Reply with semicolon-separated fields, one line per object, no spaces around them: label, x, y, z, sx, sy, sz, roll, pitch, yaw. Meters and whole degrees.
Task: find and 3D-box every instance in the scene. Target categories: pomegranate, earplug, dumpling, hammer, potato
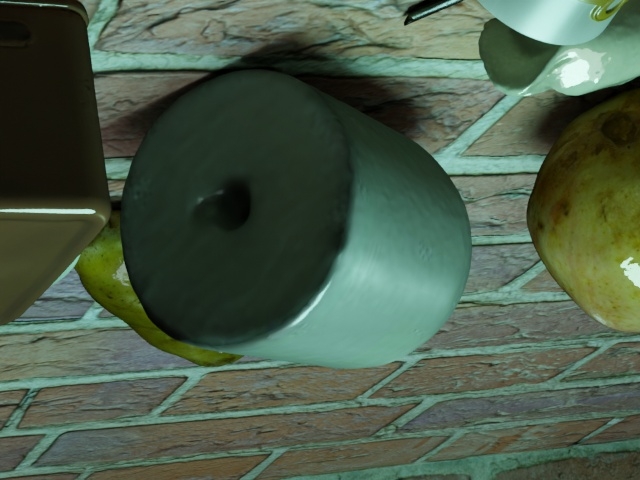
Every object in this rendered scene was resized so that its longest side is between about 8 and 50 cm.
pomegranate;0.434;-0.028;2.224;0.338;0.338;0.338;-11;160;-4
earplug;0.000;0.000;2.059;0.313;0.312;0.394;-23;158;26
dumpling;0.286;-0.225;1.903;0.250;0.162;0.132;-19;125;-13
hammer;0.163;-0.268;1.874;0.178;0.021;0.065;-19;159;24
potato;-0.194;0.052;2.336;0.195;0.176;0.369;21;171;35

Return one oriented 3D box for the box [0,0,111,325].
box;-0.373;-0.067;1.776;0.239;0.229;0.339;-1;157;-32

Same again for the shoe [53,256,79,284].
shoe;-0.471;0.006;2.074;0.363;0.131;0.160;-12;155;9

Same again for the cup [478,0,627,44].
cup;0.256;-0.322;1.607;0.241;0.185;0.226;-41;175;-40
